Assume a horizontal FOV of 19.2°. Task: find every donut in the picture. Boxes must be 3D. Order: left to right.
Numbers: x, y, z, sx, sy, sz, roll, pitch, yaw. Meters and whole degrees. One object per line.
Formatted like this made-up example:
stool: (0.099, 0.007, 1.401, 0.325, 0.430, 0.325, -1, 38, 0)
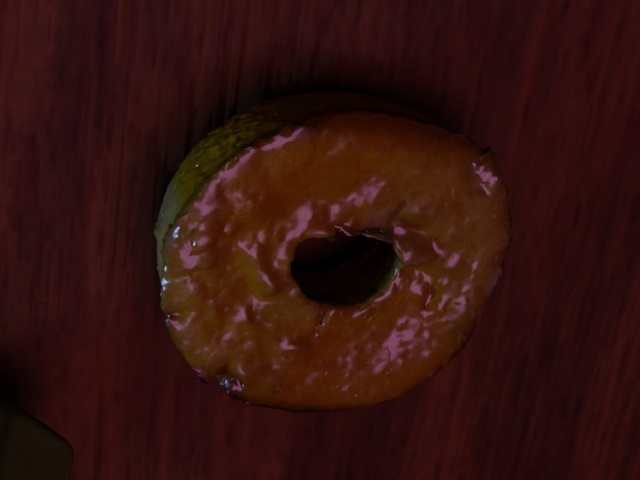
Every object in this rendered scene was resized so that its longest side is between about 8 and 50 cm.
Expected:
donut: (0.000, 0.000, 0.897, 0.178, 0.065, 0.162, 21, 109, -33)

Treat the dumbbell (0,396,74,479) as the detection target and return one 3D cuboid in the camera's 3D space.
dumbbell: (-0.112, 0.183, 0.953, 0.302, 0.121, 0.108, 44, 71, -39)
